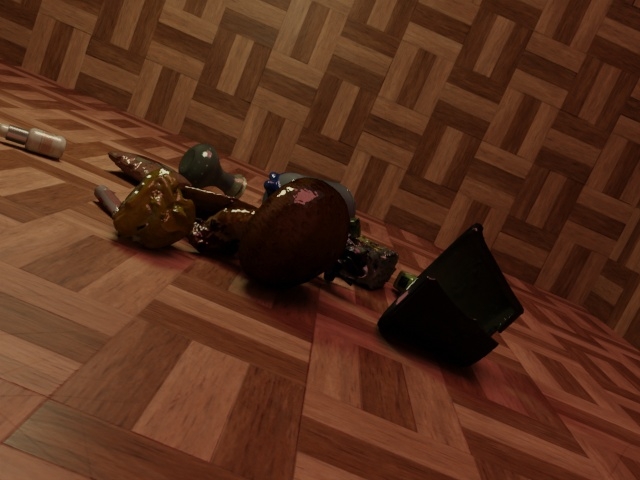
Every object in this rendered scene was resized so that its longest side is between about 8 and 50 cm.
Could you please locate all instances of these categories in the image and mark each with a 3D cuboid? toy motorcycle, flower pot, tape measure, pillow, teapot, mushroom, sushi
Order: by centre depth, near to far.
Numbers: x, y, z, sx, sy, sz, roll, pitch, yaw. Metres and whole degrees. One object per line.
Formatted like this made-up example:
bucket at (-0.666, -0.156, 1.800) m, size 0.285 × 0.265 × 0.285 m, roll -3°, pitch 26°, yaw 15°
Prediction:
mushroom at (-0.102, -0.030, 1.616) m, size 0.331 × 0.334 × 0.356 m, roll 21°, pitch 15°, yaw -48°
flower pot at (0.360, 0.171, 1.640) m, size 0.251 × 0.379 × 0.379 m, roll 44°, pitch 13°, yaw 5°
toy motorcycle at (0.000, 0.000, 1.846) m, size 0.125 × 0.213 × 0.358 m, roll -37°, pitch 72°, yaw -27°
sushi at (0.148, 0.067, 2.058) m, size 0.184 × 0.139 × 0.274 m, roll 25°, pitch 14°, yaw 20°
tape measure at (0.328, 0.169, 2.076) m, size 0.177 × 0.088 × 0.154 m, roll 27°, pitch -1°, yaw 10°
pillow at (-0.583, -0.233, 2.124) m, size 0.236 × 0.084 × 0.223 m, roll 31°, pitch 12°, yaw 20°
teapot at (-0.408, -0.250, 2.375) m, size 0.251 × 0.183 × 0.183 m, roll 29°, pitch 6°, yaw -38°

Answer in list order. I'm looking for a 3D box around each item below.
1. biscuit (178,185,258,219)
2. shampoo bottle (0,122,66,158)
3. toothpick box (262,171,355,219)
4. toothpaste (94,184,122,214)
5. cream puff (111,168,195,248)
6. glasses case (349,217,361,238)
biscuit at (-0.300, -0.084, 1.824) m, size 0.359 × 0.046 × 0.359 m, roll 15°, pitch -9°, yaw 2°
shampoo bottle at (-0.883, -0.308, 1.897) m, size 0.192 × 0.074 × 0.074 m, roll 15°, pitch 14°, yaw -30°
toothpick box at (-0.065, -0.133, 2.292) m, size 0.263 × 0.263 × 0.354 m, roll 32°, pitch 15°, yaw 37°
toothpaste at (-0.536, -0.083, 1.639) m, size 0.194 × 0.043 × 0.067 m, roll 40°, pitch 18°, yaw 34°
cream puff at (-0.394, -0.072, 1.533) m, size 0.194 × 0.195 × 0.221 m, roll 20°, pitch 18°, yaw -16°
glasses case at (-0.008, -0.022, 2.007) m, size 0.272 × 0.062 × 0.095 m, roll -8°, pitch 6°, yaw 10°
